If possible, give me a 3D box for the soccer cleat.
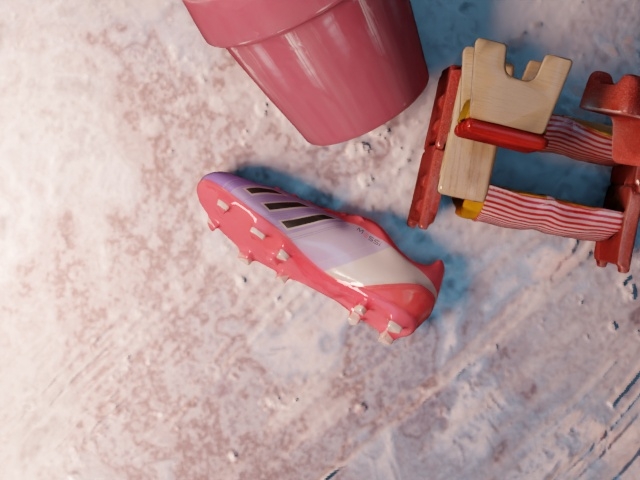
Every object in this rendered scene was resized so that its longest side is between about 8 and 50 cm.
[{"bbox_3d":[0.000,0.000,1.772,0.248,0.083,0.095,33,65,0],"label":"soccer cleat"}]

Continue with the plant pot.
[{"bbox_3d":[0.002,-0.193,1.695,0.201,0.201,0.180,-29,111,1],"label":"plant pot"}]

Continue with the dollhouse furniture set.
[{"bbox_3d":[0.196,-0.063,1.617,0.201,0.374,0.152,12,91,-2],"label":"dollhouse furniture set"}]
